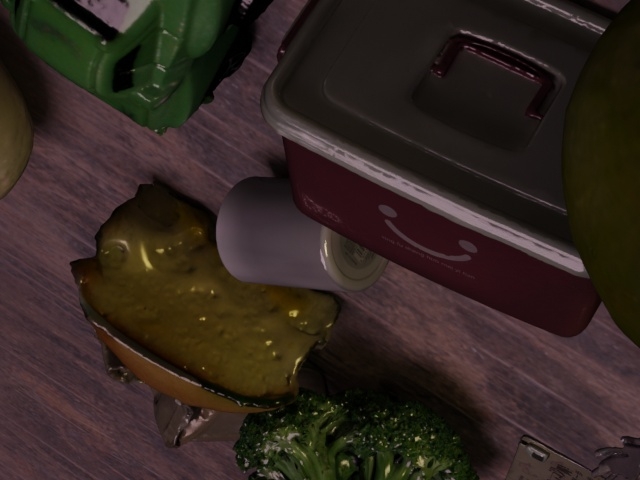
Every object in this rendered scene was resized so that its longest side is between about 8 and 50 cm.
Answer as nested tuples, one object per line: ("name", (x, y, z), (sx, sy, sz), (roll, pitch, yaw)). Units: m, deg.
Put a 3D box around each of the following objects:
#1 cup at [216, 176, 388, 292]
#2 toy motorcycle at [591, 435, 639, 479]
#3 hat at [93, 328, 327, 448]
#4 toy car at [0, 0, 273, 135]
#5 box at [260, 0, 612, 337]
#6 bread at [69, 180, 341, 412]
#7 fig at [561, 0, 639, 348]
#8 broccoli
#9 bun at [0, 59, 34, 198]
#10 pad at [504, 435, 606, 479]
("cup", (-0.002, -0.010, 1.560), (0.133, 0.136, 0.099), (3, 104, 42))
("toy motorcycle", (0.356, 0.112, 1.313), (0.207, 0.134, 0.401), (42, 148, -10))
("hat", (-0.123, 0.129, 1.892), (0.245, 0.149, 0.214), (-14, 148, 5))
("toy car", (-0.153, -0.203, 1.332), (0.213, 0.176, 0.358), (36, 151, 1))
("box", (0.115, -0.069, 1.252), (0.294, 0.193, 0.167), (27, 158, 14))
("bread", (-0.125, 0.075, 1.719), (0.252, 0.174, 0.133), (31, 153, -1))
("fig", (0.297, -0.027, 1.035), (0.316, 0.316, 0.316), (25, 149, 17))
("broccoli", (0.029, 0.256, 1.751), (0.261, 0.241, 0.269), (26, 124, -16))
("bun", (-0.455, -0.139, 1.693), (0.361, 0.213, 0.361), (28, 150, 18))
("pad", (0.255, 0.298, 1.806), (0.160, 0.009, 0.265), (28, 150, 12))
